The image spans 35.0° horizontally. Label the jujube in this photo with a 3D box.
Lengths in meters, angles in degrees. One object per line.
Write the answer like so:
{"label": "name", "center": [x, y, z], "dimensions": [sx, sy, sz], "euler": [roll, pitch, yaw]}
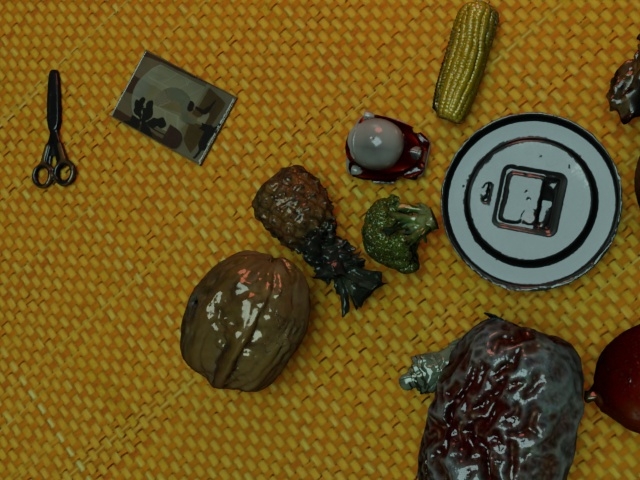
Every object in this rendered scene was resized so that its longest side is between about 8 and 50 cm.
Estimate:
{"label": "jujube", "center": [0.262, 0.270, 1.473], "dimensions": [0.226, 0.226, 0.317], "euler": [13, 92, 16]}

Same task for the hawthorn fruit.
{"label": "hawthorn fruit", "center": [0.472, 0.202, 1.459], "dimensions": [0.188, 0.169, 0.169], "euler": [-19, 78, 16]}

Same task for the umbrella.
{"label": "umbrella", "center": [0.189, 0.196, 1.584], "dimensions": [0.143, 0.062, 0.067], "euler": [-25, 109, 4]}

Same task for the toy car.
{"label": "toy car", "center": [0.100, -0.151, 1.624], "dimensions": [0.139, 0.112, 0.112], "euler": [12, 86, 17]}

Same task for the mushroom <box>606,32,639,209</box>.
{"label": "mushroom", "center": [0.590, -0.119, 1.450], "dimensions": [0.334, 0.356, 0.331], "euler": [33, 90, -21]}

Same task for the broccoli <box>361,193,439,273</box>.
{"label": "broccoli", "center": [0.123, -0.013, 1.584], "dimensions": [0.120, 0.130, 0.131], "euler": [-21, 120, 13]}

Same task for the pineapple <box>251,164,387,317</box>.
{"label": "pineapple", "center": [0.001, 0.000, 1.632], "dimensions": [0.128, 0.128, 0.248], "euler": [-40, 80, 7]}

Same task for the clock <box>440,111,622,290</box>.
{"label": "clock", "center": [0.326, -0.057, 1.580], "dimensions": [0.280, 0.055, 0.281], "euler": [-2, 83, 15]}

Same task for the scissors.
{"label": "scissors", "center": [-0.483, -0.204, 1.841], "dimensions": [0.088, 0.017, 0.220], "euler": [-5, 82, 18]}

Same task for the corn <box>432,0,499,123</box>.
{"label": "corn", "center": [0.232, -0.287, 1.629], "dimensions": [0.072, 0.072, 0.203], "euler": [16, 88, 17]}

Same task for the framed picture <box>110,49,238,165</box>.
{"label": "framed picture", "center": [-0.260, -0.235, 1.786], "dimensions": [0.200, 0.010, 0.136], "euler": [29, 92, 16]}

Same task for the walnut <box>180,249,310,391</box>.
{"label": "walnut", "center": [-0.120, 0.129, 1.612], "dimensions": [0.198, 0.198, 0.245], "euler": [31, 108, 17]}
